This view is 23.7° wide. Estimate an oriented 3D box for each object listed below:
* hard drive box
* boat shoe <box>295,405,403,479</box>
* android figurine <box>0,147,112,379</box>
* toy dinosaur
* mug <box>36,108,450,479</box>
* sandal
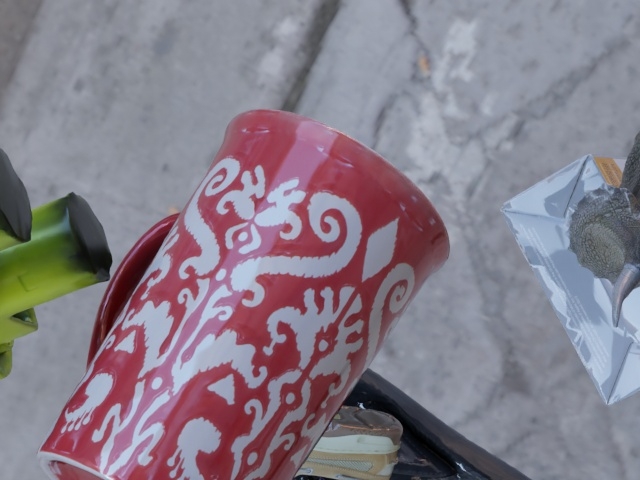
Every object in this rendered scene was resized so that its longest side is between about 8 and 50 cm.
[{"bbox_3d":[0.265,0.027,1.262,0.089,0.232,0.181,-32,77,25],"label":"hard drive box"},{"bbox_3d":[-0.031,0.168,1.217,0.068,0.190,0.072,-91,11,-76],"label":"boat shoe"},{"bbox_3d":[-0.233,0.039,0.648,0.273,0.248,0.056,-21,74,7],"label":"android figurine"},{"bbox_3d":[0.239,-0.028,0.976,0.121,0.313,0.160,39,102,18],"label":"toy dinosaur"},{"bbox_3d":[-0.040,0.049,0.653,0.169,0.113,0.150,-58,10,-23],"label":"mug"},{"bbox_3d":[0.036,0.210,1.365,0.167,0.446,0.107,-65,-4,36],"label":"sandal"}]
